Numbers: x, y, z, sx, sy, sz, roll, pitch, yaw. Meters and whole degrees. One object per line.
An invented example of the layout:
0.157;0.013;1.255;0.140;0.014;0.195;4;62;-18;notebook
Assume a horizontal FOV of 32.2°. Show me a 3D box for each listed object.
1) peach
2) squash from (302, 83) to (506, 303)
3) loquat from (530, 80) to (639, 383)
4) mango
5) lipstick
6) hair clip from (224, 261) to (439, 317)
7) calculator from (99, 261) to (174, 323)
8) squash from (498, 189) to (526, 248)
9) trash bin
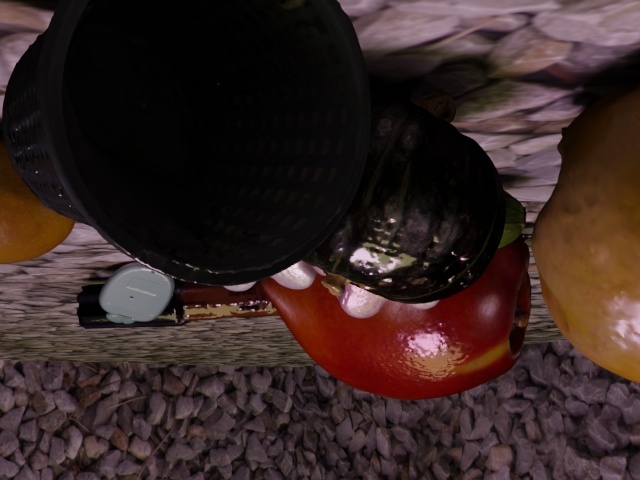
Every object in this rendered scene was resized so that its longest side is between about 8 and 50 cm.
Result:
0.096;0.099;1.388;0.361;0.201;0.257;-4;171;14;peach
0.039;-0.033;0.786;0.193;0.156;0.193;7;-171;-1;squash
0.272;-0.002;0.784;0.243;0.244;0.244;-1;170;0;loquat
-0.295;-0.041;0.861;0.227;0.099;0.136;17;167;-37;mango
-0.154;0.085;1.634;0.418;0.077;0.077;-5;170;9;lipstick
0.000;0.004;1.057;0.257;0.146;0.075;16;-146;-1;hair clip
-0.261;0.078;1.565;0.095;0.021;0.153;18;136;-21;calculator
0.093;-0.019;1.096;0.219;0.068;0.077;-5;168;22;squash
-0.085;-0.066;0.585;0.175;0.176;0.161;5;178;-32;trash bin
